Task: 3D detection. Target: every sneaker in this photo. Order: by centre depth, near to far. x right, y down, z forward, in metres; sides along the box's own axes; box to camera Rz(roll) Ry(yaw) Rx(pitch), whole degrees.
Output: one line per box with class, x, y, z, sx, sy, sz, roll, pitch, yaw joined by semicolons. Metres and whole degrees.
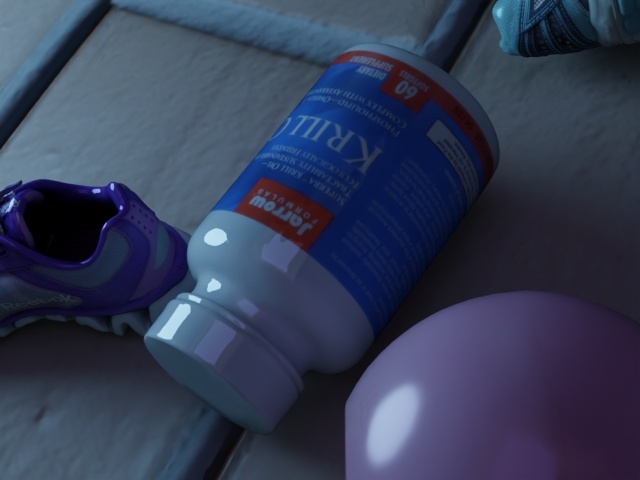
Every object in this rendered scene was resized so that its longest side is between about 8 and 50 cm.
sneaker;-0.198;0.008;0.731;0.236;0.104;0.095;-6;58;10
sneaker;0.152;-0.245;0.816;0.122;0.110;0.283;-16;51;16

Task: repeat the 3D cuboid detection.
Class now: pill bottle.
pill bottle;0.000;0.000;0.678;0.124;0.124;0.221;26;66;26

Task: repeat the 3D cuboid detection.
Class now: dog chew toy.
dog chew toy;0.178;0.123;0.521;0.331;0.207;0.207;-2;57;3
